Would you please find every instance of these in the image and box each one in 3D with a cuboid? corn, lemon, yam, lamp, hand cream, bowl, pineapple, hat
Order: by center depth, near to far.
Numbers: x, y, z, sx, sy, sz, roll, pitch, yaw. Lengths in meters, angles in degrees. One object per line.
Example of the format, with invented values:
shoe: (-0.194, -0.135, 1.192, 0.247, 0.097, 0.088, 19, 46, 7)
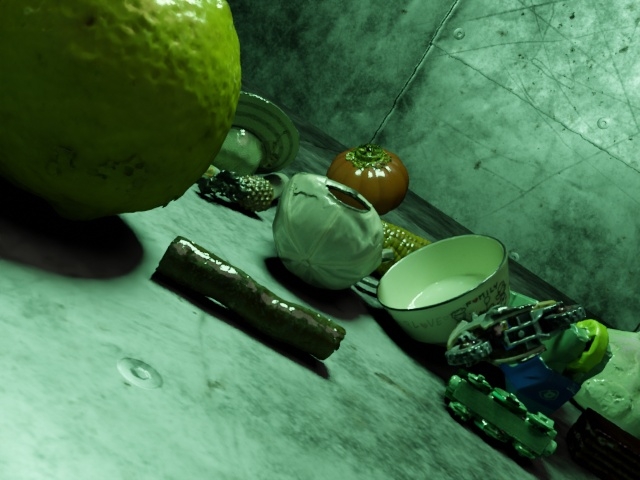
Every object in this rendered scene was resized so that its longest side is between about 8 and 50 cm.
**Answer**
lemon: (-0.272, -0.214, 0.982, 0.350, 0.387, 0.350, 15, 2, -1)
yam: (-0.087, 0.078, 1.009, 0.253, 0.061, 0.061, 30, 13, -7)
hat: (0.001, -0.001, 1.343, 0.232, 0.161, 0.275, 44, -11, 1)
bowl: (0.227, 0.099, 1.378, 0.238, 0.238, 0.126, -115, 179, -68)
pineapple: (-0.159, -0.096, 1.477, 0.159, 0.074, 0.074, 14, 22, -48)
hat: (-0.173, -0.181, 1.611, 0.252, 0.252, 0.110, 27, 53, -20)
corn: (0.192, 0.044, 1.674, 0.363, 0.120, 0.120, 27, 14, -17)
hand cream: (-0.116, -0.109, 1.678, 0.087, 0.054, 0.186, 28, 19, 14)
lamp: (0.124, -0.156, 2.087, 0.223, 0.196, 0.223, 1, 37, 0)

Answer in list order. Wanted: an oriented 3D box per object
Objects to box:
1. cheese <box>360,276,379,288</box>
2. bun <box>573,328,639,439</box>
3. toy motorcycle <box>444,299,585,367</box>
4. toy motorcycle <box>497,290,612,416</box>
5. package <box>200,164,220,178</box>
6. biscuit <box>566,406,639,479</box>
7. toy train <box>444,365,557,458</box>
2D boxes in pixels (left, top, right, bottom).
cheese: (0.143, 0.101, 1.515, 0.192, 0.037, 0.097, 25, 13, -31)
bun: (0.636, 0.280, 1.681, 0.293, 0.187, 0.293, 29, 15, -9)
toy motorcycle: (0.290, 0.140, 1.226, 0.130, 0.229, 0.094, 144, -73, -80)
toy motorcycle: (0.375, 0.202, 1.382, 0.191, 0.200, 0.326, 29, 2, -12)
package: (-0.244, -0.145, 1.541, 0.121, 0.031, 0.108, 32, 9, 34)
biscuit: (0.533, 0.382, 1.307, 0.252, 0.070, 0.106, 32, 13, 2)
toy train: (0.264, 0.255, 1.161, 0.178, 0.071, 0.104, 33, 2, 10)
